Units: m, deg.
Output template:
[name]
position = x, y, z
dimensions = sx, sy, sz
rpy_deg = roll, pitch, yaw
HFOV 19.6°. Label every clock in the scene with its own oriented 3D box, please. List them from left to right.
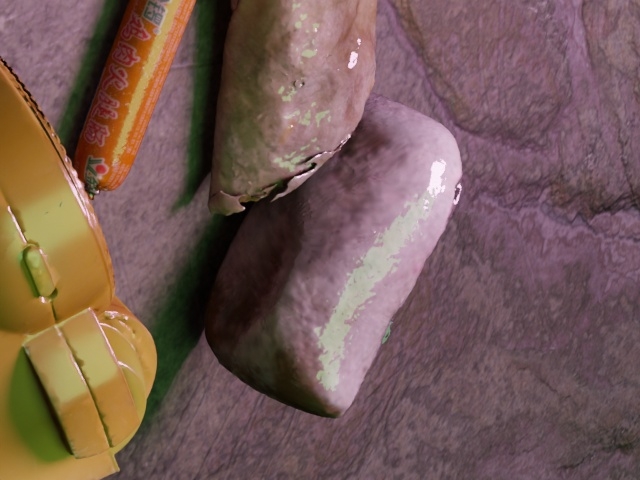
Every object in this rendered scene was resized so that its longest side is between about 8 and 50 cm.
[clock]
position = -0.253, 0.017, 1.370
dimensions = 0.200, 0.244, 0.317
rpy_deg = -28, 129, -23

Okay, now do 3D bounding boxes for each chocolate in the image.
[chocolate]
position = 0.000, 0.000, 1.721
dimensions = 0.100, 0.185, 0.303
rpy_deg = 32, 84, -56

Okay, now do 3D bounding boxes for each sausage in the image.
[sausage]
position = -0.133, -0.196, 1.547
dimensions = 0.053, 0.053, 0.347
rpy_deg = 14, 99, -54

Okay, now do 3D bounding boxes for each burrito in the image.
[burrito]
position = -0.015, -0.197, 1.661
dimensions = 0.175, 0.107, 0.347
rpy_deg = -13, 119, -35
